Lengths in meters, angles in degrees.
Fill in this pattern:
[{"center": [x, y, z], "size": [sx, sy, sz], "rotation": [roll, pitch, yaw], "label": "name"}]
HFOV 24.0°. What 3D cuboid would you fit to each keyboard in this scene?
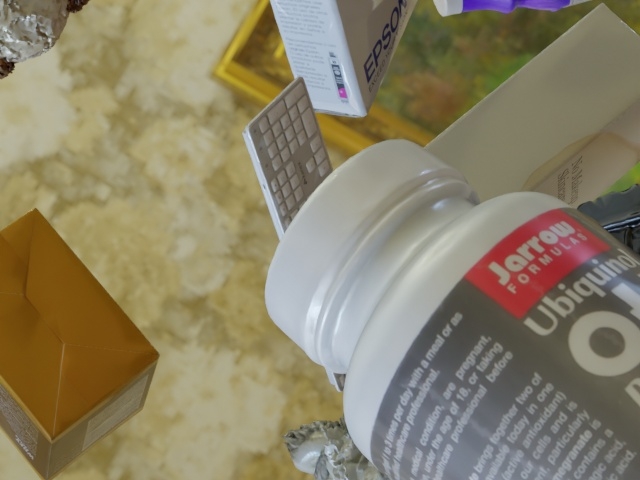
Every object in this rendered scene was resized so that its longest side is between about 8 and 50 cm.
[{"center": [0.000, 0.000, 1.157], "size": [0.072, 0.014, 0.256], "rotation": [-43, -50, -32], "label": "keyboard"}]

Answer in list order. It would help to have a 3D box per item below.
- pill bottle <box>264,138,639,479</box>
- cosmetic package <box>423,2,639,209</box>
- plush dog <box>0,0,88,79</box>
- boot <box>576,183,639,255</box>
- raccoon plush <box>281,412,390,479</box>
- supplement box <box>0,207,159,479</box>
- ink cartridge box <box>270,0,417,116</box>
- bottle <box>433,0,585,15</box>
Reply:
[{"center": [0.125, 0.085, 0.777], "size": [0.176, 0.318, 0.176], "rotation": [-38, -30, -26], "label": "pill bottle"}, {"center": [0.204, -0.076, 1.512], "size": [0.309, 0.113, 0.160], "rotation": [-39, -23, -7], "label": "cosmetic package"}, {"center": [-0.399, -0.324, 1.851], "size": [0.262, 0.225, 0.210], "rotation": [-41, -10, 2], "label": "plush dog"}, {"center": [0.185, 0.084, 0.954], "size": [0.094, 0.207, 0.246], "rotation": [6, -21, -39], "label": "boot"}, {"center": [0.175, 0.138, 1.382], "size": [0.446, 0.216, 0.299], "rotation": [-46, 26, -16], "label": "raccoon plush"}, {"center": [-0.274, 0.107, 1.469], "size": [0.129, 0.191, 0.194], "rotation": [-38, -10, -23], "label": "supplement box"}, {"center": [0.036, -0.325, 1.197], "size": [0.330, 0.071, 0.324], "rotation": [73, -146, -51], "label": "ink cartridge box"}, {"center": [0.257, -0.310, 1.620], "size": [0.282, 0.118, 0.092], "rotation": [-15, 5, -6], "label": "bottle"}]
